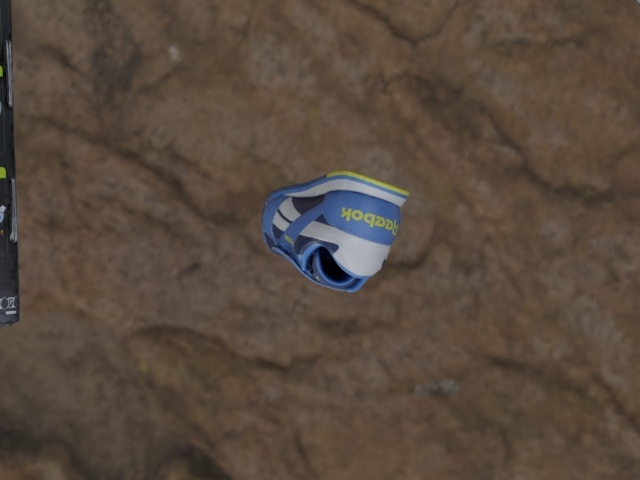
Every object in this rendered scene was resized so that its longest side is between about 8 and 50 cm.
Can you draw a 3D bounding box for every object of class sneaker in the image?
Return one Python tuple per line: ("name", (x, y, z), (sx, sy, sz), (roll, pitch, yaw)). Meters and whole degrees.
("sneaker", (0.000, 0.000, 0.886), (0.053, 0.059, 0.144), (14, 167, -19))

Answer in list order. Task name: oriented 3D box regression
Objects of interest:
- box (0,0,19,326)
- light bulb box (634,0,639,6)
("box", (-0.241, -0.044, 0.728), (0.190, 0.045, 0.184), (-5, 99, -22))
("light bulb box", (0.209, -0.386, 0.927), (0.225, 0.361, 0.358), (-17, 125, -6))
